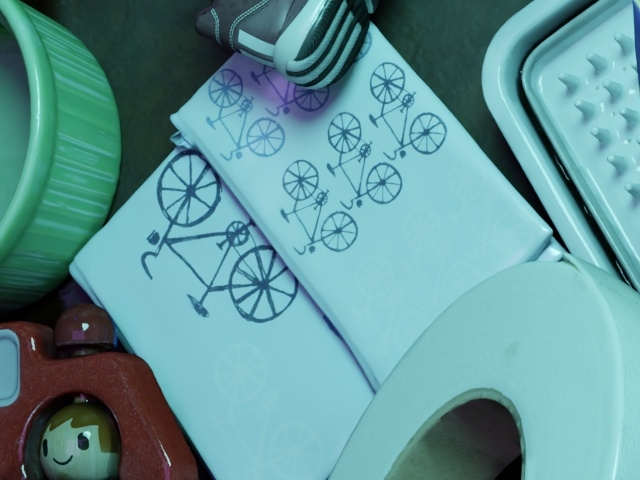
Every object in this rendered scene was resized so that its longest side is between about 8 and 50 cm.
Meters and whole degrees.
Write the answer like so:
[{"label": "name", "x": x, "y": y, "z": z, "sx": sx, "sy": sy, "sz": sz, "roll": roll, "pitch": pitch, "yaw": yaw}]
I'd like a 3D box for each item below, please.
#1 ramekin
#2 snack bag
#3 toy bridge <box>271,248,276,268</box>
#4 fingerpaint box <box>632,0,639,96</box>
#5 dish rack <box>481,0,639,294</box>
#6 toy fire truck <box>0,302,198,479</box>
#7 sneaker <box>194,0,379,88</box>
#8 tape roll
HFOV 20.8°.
[{"label": "ramekin", "x": -0.315, "y": -0.076, "z": 1.471, "sx": 0.303, "sy": 0.148, "sz": 0.303, "roll": -5, "pitch": 80, "yaw": 27}, {"label": "snack bag", "x": -0.027, "y": 0.010, "z": 1.338, "sx": 0.342, "sy": 0.037, "sz": 0.323, "roll": -45, "pitch": 61, "yaw": 15}, {"label": "toy bridge", "x": 0.000, "y": 0.000, "z": 1.361, "sx": 0.188, "sy": 0.026, "sz": 0.063, "roll": -49, "pitch": 61, "yaw": 13}, {"label": "fingerpaint box", "x": 0.419, "y": 0.017, "z": 0.944, "sx": 0.371, "sy": 0.163, "sz": 0.445, "roll": -20, "pitch": 61, "yaw": 3}, {"label": "dish rack", "x": 0.293, "y": -0.070, "z": 1.191, "sx": 0.285, "sy": 0.072, "sz": 0.333, "roll": -35, "pitch": 67, "yaw": 20}, {"label": "toy fire truck", "x": -0.235, "y": 0.182, "z": 1.372, "sx": 0.302, "sy": 0.169, "sz": 0.254, "roll": -10, "pitch": 78, "yaw": 28}, {"label": "sneaker", "x": -0.010, "y": -0.259, "z": 1.328, "sx": 0.162, "sy": 0.106, "sz": 0.281, "roll": 20, "pitch": 70, "yaw": 25}, {"label": "tape roll", "x": 0.094, "y": 0.198, "z": 1.089, "sx": 0.392, "sy": 0.072, "sz": 0.392, "roll": -52, "pitch": 21, "yaw": 30}]
